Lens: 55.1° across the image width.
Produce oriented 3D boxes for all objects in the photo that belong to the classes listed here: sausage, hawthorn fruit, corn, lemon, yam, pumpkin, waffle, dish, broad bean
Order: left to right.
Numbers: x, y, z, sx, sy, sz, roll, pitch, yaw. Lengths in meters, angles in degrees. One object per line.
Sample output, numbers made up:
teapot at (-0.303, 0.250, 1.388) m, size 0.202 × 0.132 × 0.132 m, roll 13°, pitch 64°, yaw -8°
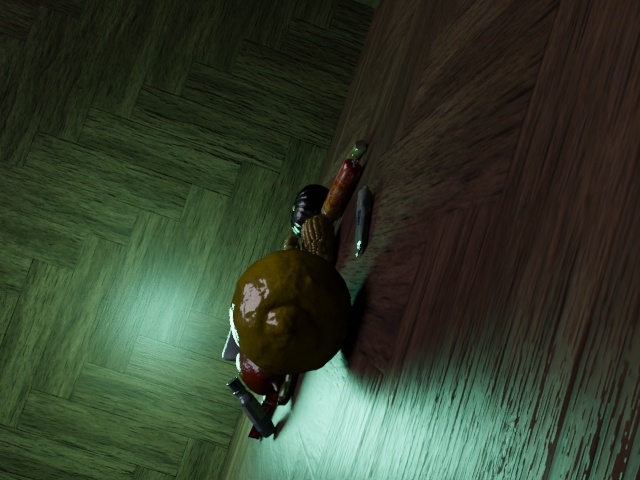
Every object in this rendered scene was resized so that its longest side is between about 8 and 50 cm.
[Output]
dish at (-0.197, 0.367, 2.110) m, size 0.080 × 0.243 × 0.182 m, roll -122°, pitch 48°, yaw -61°
hawthorn fruit at (-0.167, 0.408, 1.948) m, size 0.251 × 0.199 × 0.199 m, roll -124°, pitch 51°, yaw -66°
lemon at (-0.066, 0.150, 1.331) m, size 0.316 × 0.285 × 0.285 m, roll -12°, pitch 58°, yaw 61°
broad bean at (-0.085, 0.379, 1.848) m, size 0.052 × 0.053 × 0.256 m, roll -9°, pitch 55°, yaw 40°
waffle at (-0.065, 0.108, 1.956) m, size 0.250 × 0.056 × 0.261 m, roll -38°, pitch -70°, yaw -89°
pumpkin at (-0.029, -0.108, 2.357) m, size 0.220 × 0.161 × 0.221 m, roll -166°, pitch 90°, yaw -85°
corn at (-0.005, 0.007, 1.983) m, size 0.322 × 0.119 × 0.119 m, roll -98°, pitch 26°, yaw -66°
sausage at (0.075, -0.177, 2.033) m, size 0.274 × 0.074 × 0.074 m, roll 116°, pitch 171°, yaw -46°
yam at (0.117, -0.299, 2.156) m, size 0.264 × 0.046 × 0.046 m, roll 142°, pitch 147°, yaw -79°

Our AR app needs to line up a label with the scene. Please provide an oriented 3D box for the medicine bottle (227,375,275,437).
medicine bottle at (-0.218, 0.525, 1.937) m, size 0.053 × 0.208 × 0.090 m, roll -35°, pitch 4°, yaw -5°

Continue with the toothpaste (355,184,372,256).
toothpaste at (0.106, -0.057, 1.529) m, size 0.060 × 0.038 × 0.233 m, roll 109°, pitch 173°, yaw -46°

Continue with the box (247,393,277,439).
box at (-0.206, 0.612, 2.240) m, size 0.123 × 0.050 × 0.229 m, roll -79°, pitch 10°, yaw -53°
